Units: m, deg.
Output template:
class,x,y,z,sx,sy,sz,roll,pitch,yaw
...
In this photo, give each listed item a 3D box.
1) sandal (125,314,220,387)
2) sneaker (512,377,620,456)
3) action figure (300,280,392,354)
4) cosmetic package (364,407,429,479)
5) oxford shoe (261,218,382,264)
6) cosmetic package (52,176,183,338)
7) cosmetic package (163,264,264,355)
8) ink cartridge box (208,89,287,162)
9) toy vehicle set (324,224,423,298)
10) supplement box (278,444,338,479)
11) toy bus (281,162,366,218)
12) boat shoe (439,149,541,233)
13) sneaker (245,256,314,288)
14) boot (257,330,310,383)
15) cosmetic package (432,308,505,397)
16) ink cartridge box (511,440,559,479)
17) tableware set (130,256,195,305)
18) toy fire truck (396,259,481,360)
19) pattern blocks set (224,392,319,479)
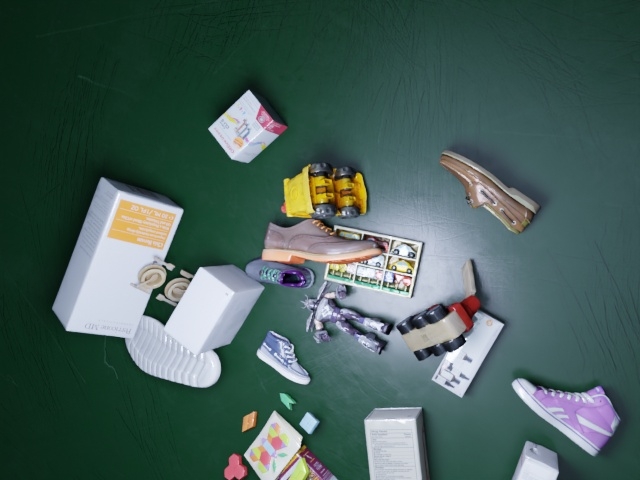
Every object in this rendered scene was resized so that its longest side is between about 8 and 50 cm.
class,x,y,z,sx,sy,sz,roll,pitch,yaw
sandal,-0.465,0.360,2.046,0.416,0.102,0.169,21,96,32
sneaker,0.660,0.423,1.719,0.282,0.102,0.161,36,97,3
action figure,0.066,0.227,1.893,0.285,0.099,0.185,22,102,19
cosmetic package,0.224,0.636,1.832,0.153,0.129,0.296,-5,90,18
oxford shoe,0.000,0.000,1.858,0.363,0.130,0.133,1,84,18
cosmetic package,-0.631,0.059,2.009,0.161,0.230,0.453,31,102,47
cosmetic package,-0.316,0.201,1.939,0.138,0.224,0.224,34,99,13
ink cartridge box,-0.219,-0.340,1.953,0.176,0.127,0.128,-41,80,14
toy vehicle set,0.154,0.061,1.893,0.267,0.035,0.166,11,94,17
supplement box,-0.026,0.725,1.933,0.188,0.081,0.104,43,102,13
toy bus,-0.006,-0.123,1.880,0.211,0.220,0.149,-18,75,48
boat shoe,0.442,-0.133,1.764,0.307,0.111,0.104,35,99,14
sneaker,-0.133,0.097,1.948,0.223,0.098,0.083,7,93,16
boot,-0.101,0.354,1.956,0.190,0.069,0.086,29,102,16
cosmetic package,0.413,0.309,1.805,0.099,0.060,0.239,29,99,14
ink cartridge box,0.553,0.666,1.716,0.092,0.158,0.218,18,96,17
tableware set,-0.479,0.140,2.009,0.128,0.194,0.039,-47,43,10
toy fire truck,0.350,0.189,1.780,0.158,0.246,0.217,56,148,3
pattern blocks set,-0.146,0.626,1.939,0.285,0.026,0.325,24,89,37
